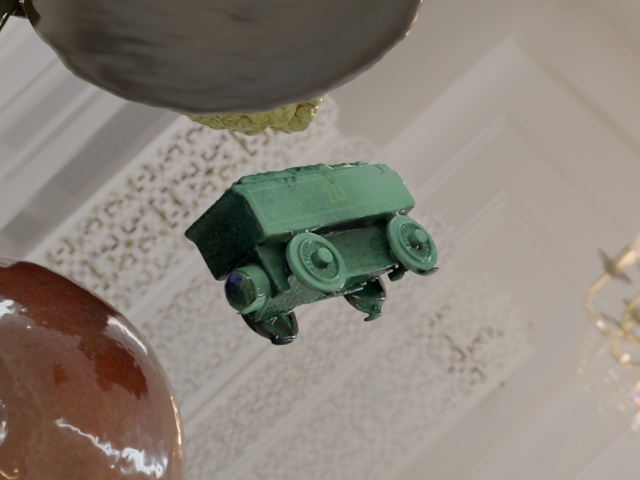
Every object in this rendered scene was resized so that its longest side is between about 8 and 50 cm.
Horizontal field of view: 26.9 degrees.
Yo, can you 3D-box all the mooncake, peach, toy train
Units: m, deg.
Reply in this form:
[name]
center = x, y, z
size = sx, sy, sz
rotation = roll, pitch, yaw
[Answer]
[mooncake]
center = -0.068, -0.217, 0.944
size = 0.290, 0.290, 0.161
rotation = 48, 34, -60
[peach]
center = -0.198, 0.127, 0.770
size = 0.252, 0.252, 0.252
rotation = 48, 0, 0
[toy train]
center = 0.000, 0.000, 0.803
size = 0.172, 0.070, 0.099
rotation = -12, 67, -49

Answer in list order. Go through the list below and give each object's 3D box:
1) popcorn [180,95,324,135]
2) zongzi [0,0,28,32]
[popcorn]
center = -0.084, -0.195, 1.248
size = 0.286, 0.173, 0.225
rotation = 19, -20, 17
[zongzi]
center = -0.418, 0.007, 1.035
size = 0.181, 0.418, 0.447
rotation = 45, -40, 13
